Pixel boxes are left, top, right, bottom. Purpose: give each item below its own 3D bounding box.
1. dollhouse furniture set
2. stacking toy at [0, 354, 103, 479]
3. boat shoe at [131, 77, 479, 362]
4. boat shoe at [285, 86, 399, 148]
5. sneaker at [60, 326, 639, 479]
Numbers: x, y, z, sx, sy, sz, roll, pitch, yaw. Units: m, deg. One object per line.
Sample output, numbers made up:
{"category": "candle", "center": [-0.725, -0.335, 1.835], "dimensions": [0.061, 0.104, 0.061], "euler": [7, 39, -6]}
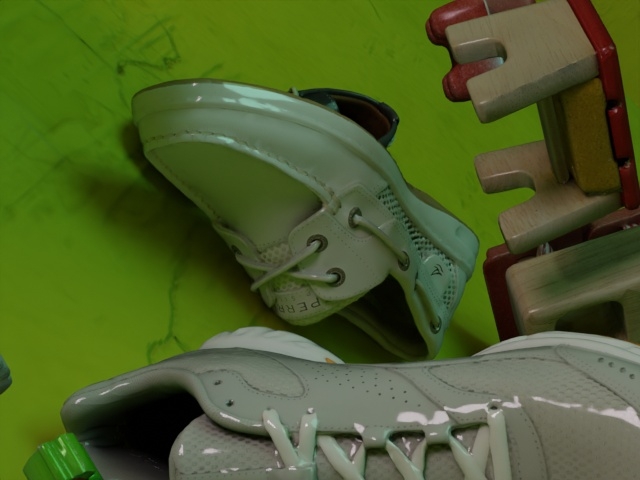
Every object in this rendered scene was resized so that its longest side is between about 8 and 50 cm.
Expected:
{"category": "dollhouse furniture set", "center": [0.175, -0.010, 0.834], "dimensions": [0.201, 0.152, 0.374], "euler": [-104, 176, -51]}
{"category": "stacking toy", "center": [-0.063, 0.124, 0.407], "dimensions": [0.167, 0.052, 0.221], "euler": [55, -10, 15]}
{"category": "boat shoe", "center": [0.000, 0.000, 0.777], "dimensions": [0.277, 0.098, 0.096], "euler": [30, 63, -45]}
{"category": "boat shoe", "center": [-0.029, -0.070, 0.878], "dimensions": [0.233, 0.079, 0.084], "euler": [2, 50, -59]}
{"category": "sneaker", "center": [0.015, 0.085, 0.513], "dimensions": [0.121, 0.262, 0.099], "euler": [-5, 92, -52]}
